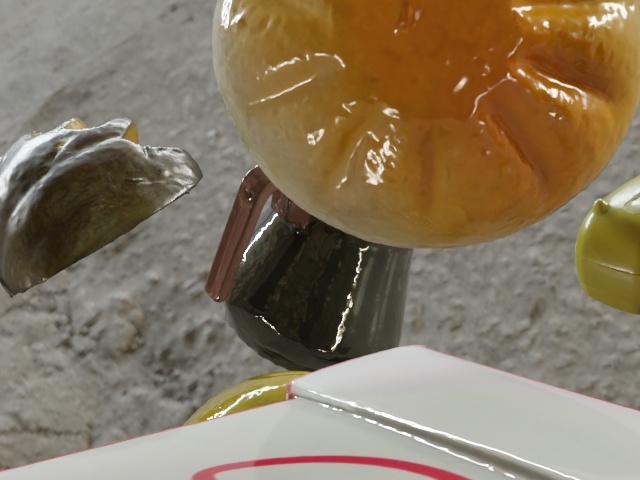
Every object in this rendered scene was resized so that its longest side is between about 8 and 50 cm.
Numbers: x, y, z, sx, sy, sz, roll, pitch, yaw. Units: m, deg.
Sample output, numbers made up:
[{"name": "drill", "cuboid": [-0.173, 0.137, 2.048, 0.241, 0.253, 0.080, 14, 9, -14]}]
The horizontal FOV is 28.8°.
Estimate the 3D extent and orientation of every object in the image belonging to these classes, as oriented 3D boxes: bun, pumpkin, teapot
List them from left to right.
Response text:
[{"name": "pumpkin", "cuboid": [-0.254, -0.034, 1.138, 0.254, 0.130, 0.149, -27, 7, 23]}, {"name": "teapot", "cuboid": [0.000, 0.000, 1.881, 0.305, 0.376, 0.361, 39, 117, 37]}, {"name": "bun", "cuboid": [0.066, -0.139, 0.818, 0.299, 0.299, 0.165, -19, 4, 9]}]

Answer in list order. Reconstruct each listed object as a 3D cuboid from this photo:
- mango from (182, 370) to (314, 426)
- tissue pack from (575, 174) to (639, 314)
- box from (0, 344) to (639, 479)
[{"name": "mango", "cuboid": [-0.008, 0.322, 1.000, 0.301, 0.445, 0.220, -1, 6, -21]}, {"name": "tissue pack", "cuboid": [0.386, -0.005, 1.469, 0.178, 0.127, 0.123, -31, 38, -35]}, {"name": "box", "cuboid": [0.014, 0.232, 0.399, 0.300, 0.314, 0.312, -11, 10, -29]}]
